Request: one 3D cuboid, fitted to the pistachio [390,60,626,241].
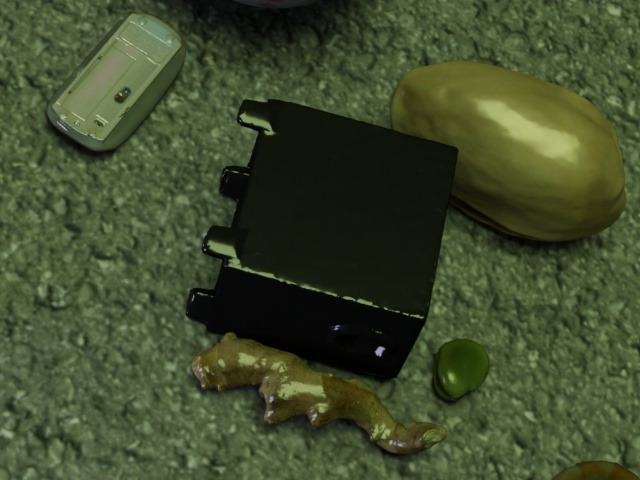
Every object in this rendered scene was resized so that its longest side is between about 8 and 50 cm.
[{"bbox_3d":[0.224,-0.106,1.982,0.299,0.187,0.187,22,60,5],"label":"pistachio"}]

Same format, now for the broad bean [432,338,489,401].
[{"bbox_3d":[0.158,0.145,1.906,0.063,0.045,0.083,37,53,5],"label":"broad bean"}]

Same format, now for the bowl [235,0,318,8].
[{"bbox_3d":[-0.069,-0.399,2.062,0.346,0.157,0.345,6,62,-12],"label":"bowl"}]

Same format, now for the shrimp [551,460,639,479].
[{"bbox_3d":[0.284,0.345,1.826,0.145,0.059,0.254,29,60,5],"label":"shrimp"}]

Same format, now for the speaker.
[{"bbox_3d":[0.000,0.000,1.862,0.254,0.184,0.232,15,61,-3],"label":"speaker"}]

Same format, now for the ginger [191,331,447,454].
[{"bbox_3d":[-0.003,0.176,1.834,0.288,0.075,0.089,23,58,2],"label":"ginger"}]

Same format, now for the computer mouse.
[{"bbox_3d":[-0.240,-0.186,1.975,0.102,0.045,0.199,32,60,3],"label":"computer mouse"}]
